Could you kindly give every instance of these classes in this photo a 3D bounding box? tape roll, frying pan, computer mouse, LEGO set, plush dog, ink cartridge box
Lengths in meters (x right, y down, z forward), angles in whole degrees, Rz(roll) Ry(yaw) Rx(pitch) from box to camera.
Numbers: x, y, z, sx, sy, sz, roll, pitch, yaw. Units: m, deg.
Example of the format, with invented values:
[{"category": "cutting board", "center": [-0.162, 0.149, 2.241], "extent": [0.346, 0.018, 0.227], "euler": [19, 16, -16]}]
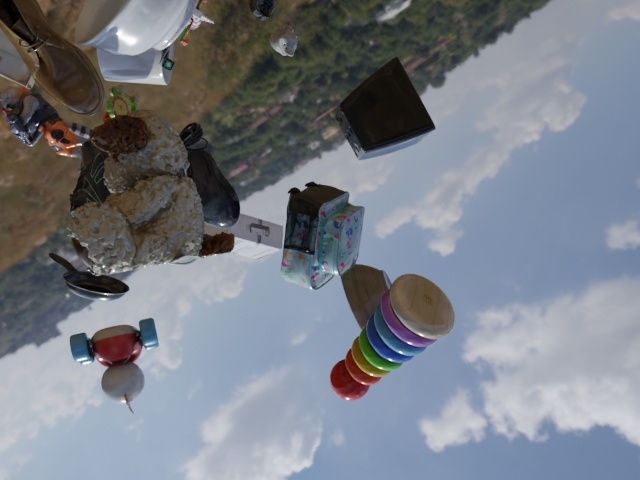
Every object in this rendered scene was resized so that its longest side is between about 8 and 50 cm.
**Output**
[{"category": "tape roll", "center": [-0.506, -0.558, 1.763], "extent": [0.169, 0.246, 0.246], "euler": [3, -176, -6]}, {"category": "frying pan", "center": [-0.743, 0.118, 1.953], "extent": [0.197, 0.325, 0.053], "euler": [-25, 132, -78]}, {"category": "computer mouse", "center": [-0.313, -0.143, 1.628], "extent": [0.188, 0.272, 0.072], "euler": [-37, 178, 25]}, {"category": "LEGO set", "center": [-0.295, -0.480, 1.436], "extent": [0.182, 0.060, 0.244], "euler": [-43, -149, 38]}, {"category": "plush dog", "center": [-0.244, -0.078, 0.929], "extent": [0.210, 0.226, 0.262], "euler": [-9, -178, -5]}, {"category": "ink cartridge box", "center": [-0.253, -0.015, 2.101], "extent": [0.217, 0.092, 0.158], "euler": [18, 155, -36]}]

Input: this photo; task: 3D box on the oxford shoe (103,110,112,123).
[{"category": "oxford shoe", "center": [-0.530, -0.241, 1.803], "extent": [0.096, 0.272, 0.098], "euler": [-29, 178, -25]}]

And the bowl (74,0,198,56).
[{"category": "bowl", "center": [-0.326, -0.460, 1.212], "extent": [0.297, 0.134, 0.298], "euler": [-27, -132, 35]}]

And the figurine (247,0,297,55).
[{"category": "figurine", "center": [-0.141, -0.669, 1.979], "extent": [0.092, 0.215, 0.209], "euler": [-31, -158, 6]}]

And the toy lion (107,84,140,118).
[{"category": "toy lion", "center": [-0.506, -0.341, 1.635], "extent": [0.034, 0.096, 0.100], "euler": [-8, 166, 22]}]

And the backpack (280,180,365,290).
[{"category": "backpack", "center": [0.000, 0.000, 1.652], "extent": [0.225, 0.191, 0.254], "euler": [-32, 140, -61]}]

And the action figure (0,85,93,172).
[{"category": "action figure", "center": [-0.875, -0.366, 2.049], "extent": [0.179, 0.330, 0.341], "euler": [-55, -158, -13]}]

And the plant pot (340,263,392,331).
[{"category": "plant pot", "center": [0.151, 0.157, 1.796], "extent": [0.109, 0.238, 0.237], "euler": [-23, -171, 11]}]

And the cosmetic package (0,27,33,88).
[{"category": "cosmetic package", "center": [-0.818, -0.487, 1.525], "extent": [0.129, 0.296, 0.153], "euler": [-64, -159, 2]}]

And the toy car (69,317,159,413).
[{"category": "toy car", "center": [-0.540, 0.356, 1.738], "extent": [0.219, 0.238, 0.210], "euler": [-11, 167, -16]}]

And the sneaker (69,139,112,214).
[{"category": "sneaker", "center": [-0.474, -0.106, 1.330], "extent": [0.106, 0.268, 0.101], "euler": [-15, 148, -20]}]

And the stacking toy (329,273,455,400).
[{"category": "stacking toy", "center": [0.122, 0.214, 1.295], "extent": [0.330, 0.141, 0.141], "euler": [-53, 174, 38]}]

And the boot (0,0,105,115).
[{"category": "boot", "center": [-0.537, -0.366, 1.216], "extent": [0.112, 0.305, 0.115], "euler": [-37, -171, 3]}]

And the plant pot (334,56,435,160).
[{"category": "plant pot", "center": [0.138, -0.293, 1.524], "extent": [0.166, 0.188, 0.188], "euler": [-28, 180, -4]}]

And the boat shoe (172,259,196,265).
[{"category": "boat shoe", "center": [-0.448, -0.013, 1.643], "extent": [0.114, 0.091, 0.302], "euler": [-49, 139, 13]}]
